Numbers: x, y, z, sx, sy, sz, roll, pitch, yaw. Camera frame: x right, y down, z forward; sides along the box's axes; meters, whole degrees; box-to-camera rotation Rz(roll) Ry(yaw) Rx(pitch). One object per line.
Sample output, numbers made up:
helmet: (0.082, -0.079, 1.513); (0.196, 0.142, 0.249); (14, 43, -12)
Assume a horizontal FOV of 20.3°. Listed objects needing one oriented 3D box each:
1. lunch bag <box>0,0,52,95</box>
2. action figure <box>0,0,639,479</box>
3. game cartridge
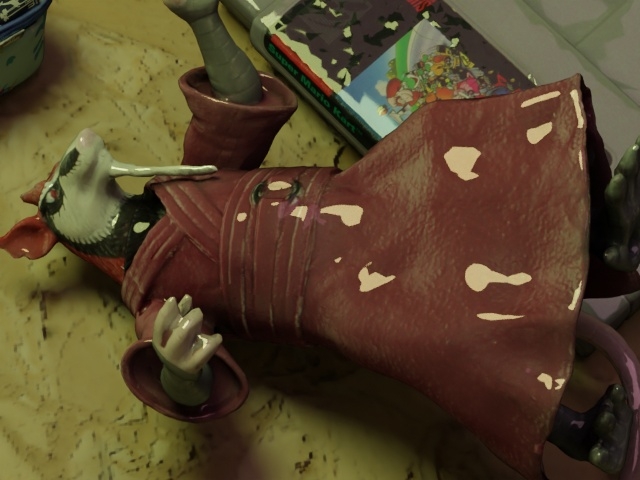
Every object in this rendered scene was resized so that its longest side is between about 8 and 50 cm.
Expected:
lunch bag: (-0.285, -0.160, 1.094); (0.219, 0.090, 0.176); (44, 56, 15)
action figure: (0.000, 0.000, 1.002); (0.370, 0.276, 0.248); (7, 68, 22)
game cartridge: (0.119, -0.121, 1.141); (0.230, 0.068, 0.355); (-41, 73, -15)
